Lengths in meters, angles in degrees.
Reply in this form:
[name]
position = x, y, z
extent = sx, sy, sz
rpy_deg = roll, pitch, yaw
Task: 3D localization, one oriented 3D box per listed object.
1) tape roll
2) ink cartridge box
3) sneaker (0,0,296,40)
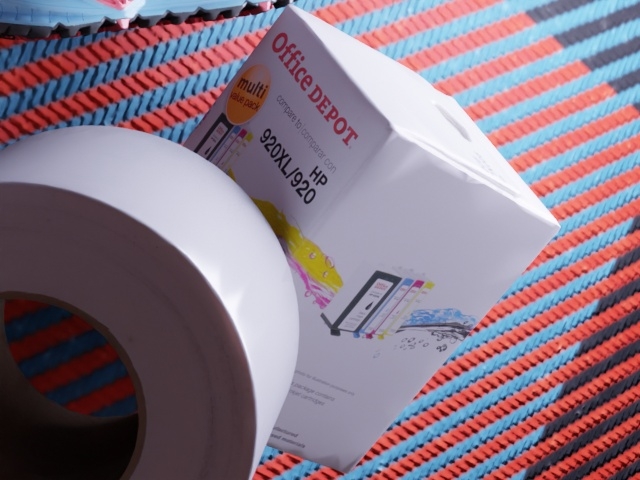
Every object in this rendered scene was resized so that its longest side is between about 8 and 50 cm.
[tape roll]
position = -0.142, 0.068, 0.895
extent = 0.169, 0.246, 0.246
rpy_deg = -62, 151, -75
[ink cartridge box]
position = 0.000, 0.000, 1.066
extent = 0.168, 0.171, 0.232
rpy_deg = 26, 110, -39
[sneaker]
position = -0.106, -0.202, 1.039
extent = 0.262, 0.104, 0.125
rpy_deg = -14, 105, -37
